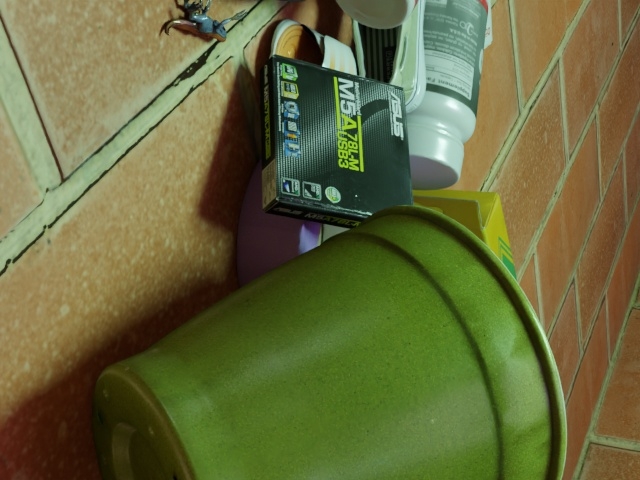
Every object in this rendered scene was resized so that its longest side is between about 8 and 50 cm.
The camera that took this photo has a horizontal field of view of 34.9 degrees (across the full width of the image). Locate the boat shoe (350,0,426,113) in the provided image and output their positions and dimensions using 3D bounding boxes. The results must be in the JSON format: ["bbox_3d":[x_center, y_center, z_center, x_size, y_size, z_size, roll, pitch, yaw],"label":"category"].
[{"bbox_3d":[0.086,-0.315,1.332,0.094,0.109,0.302,28,53,-70],"label":"boat shoe"}]

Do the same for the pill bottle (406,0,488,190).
[{"bbox_3d":[0.146,-0.224,1.443,0.161,0.161,0.283,40,55,-59],"label":"pill bottle"}]

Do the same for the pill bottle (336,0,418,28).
[{"bbox_3d":[0.096,-0.354,1.240,0.180,0.108,0.108,-60,145,-29],"label":"pill bottle"}]

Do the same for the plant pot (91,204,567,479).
[{"bbox_3d":[-0.017,0.185,0.998,0.353,0.366,0.366,-17,114,-32],"label":"plant pot"}]

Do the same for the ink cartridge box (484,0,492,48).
[{"bbox_3d":[0.206,-0.406,1.626,0.160,0.093,0.219,-40,131,-54],"label":"ink cartridge box"}]

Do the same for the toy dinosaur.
[{"bbox_3d":[-0.127,-0.231,1.083,0.090,0.047,0.082,-40,150,-10],"label":"toy dinosaur"}]

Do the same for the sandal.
[{"bbox_3d":[0.018,-0.207,1.310,0.265,0.076,0.102,24,74,-62],"label":"sandal"}]

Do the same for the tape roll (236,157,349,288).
[{"bbox_3d":[0.000,0.000,1.305,0.275,0.090,0.274,-22,114,-62],"label":"tape roll"}]

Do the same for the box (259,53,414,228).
[{"bbox_3d":[0.019,-0.108,1.184,0.184,0.045,0.190,10,65,-26],"label":"box"}]

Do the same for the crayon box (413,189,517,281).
[{"bbox_3d":[0.183,0.023,1.547,0.081,0.202,0.318,-63,148,-36],"label":"crayon box"}]
